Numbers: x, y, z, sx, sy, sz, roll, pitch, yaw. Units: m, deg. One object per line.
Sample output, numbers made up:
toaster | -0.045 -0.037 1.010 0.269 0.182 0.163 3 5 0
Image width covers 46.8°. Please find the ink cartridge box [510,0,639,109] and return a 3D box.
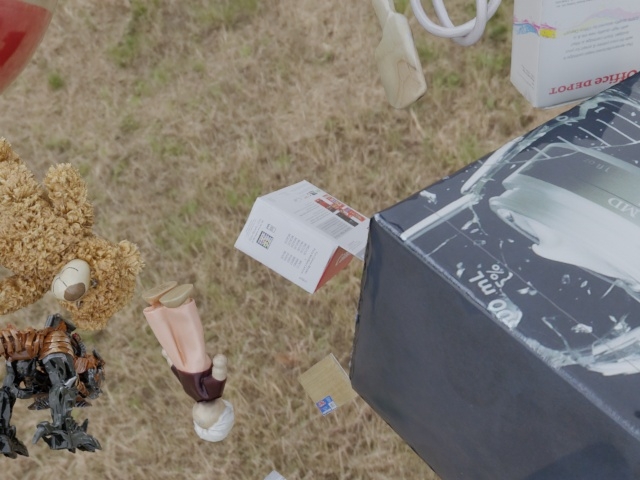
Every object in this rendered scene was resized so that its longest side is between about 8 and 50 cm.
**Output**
ink cartridge box | 0.326 -0.286 0.916 0.154 0.212 0.093 -14 38 -4

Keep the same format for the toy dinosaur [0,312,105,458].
toy dinosaur | -0.427 0.207 1.111 0.164 0.322 0.218 -16 64 28

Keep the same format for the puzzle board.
puzzle board | 0.015 0.289 1.477 0.011 0.128 0.096 -30 80 -45

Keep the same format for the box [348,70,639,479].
box | 0.364 0.109 0.757 0.472 0.297 0.480 -30 53 -27

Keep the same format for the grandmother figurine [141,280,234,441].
grandmother figurine | -0.260 0.253 1.497 0.104 0.342 0.208 -26 20 -29

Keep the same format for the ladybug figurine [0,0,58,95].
ladybug figurine | -0.322 -0.141 0.423 0.305 0.449 0.161 6 99 0

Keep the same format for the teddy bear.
teddy bear | -0.430 -0.006 1.098 0.245 0.113 0.338 -34 86 -8

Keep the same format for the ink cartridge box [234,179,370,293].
ink cartridge box | 0.000 0.000 1.668 0.272 0.309 0.130 31 109 10

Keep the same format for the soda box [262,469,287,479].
soda box | -0.041 0.563 1.452 0.098 0.091 0.286 -37 23 -22

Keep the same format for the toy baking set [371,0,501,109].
toy baking set | 0.055 -0.213 0.403 0.030 0.256 0.196 -4 45 -36
